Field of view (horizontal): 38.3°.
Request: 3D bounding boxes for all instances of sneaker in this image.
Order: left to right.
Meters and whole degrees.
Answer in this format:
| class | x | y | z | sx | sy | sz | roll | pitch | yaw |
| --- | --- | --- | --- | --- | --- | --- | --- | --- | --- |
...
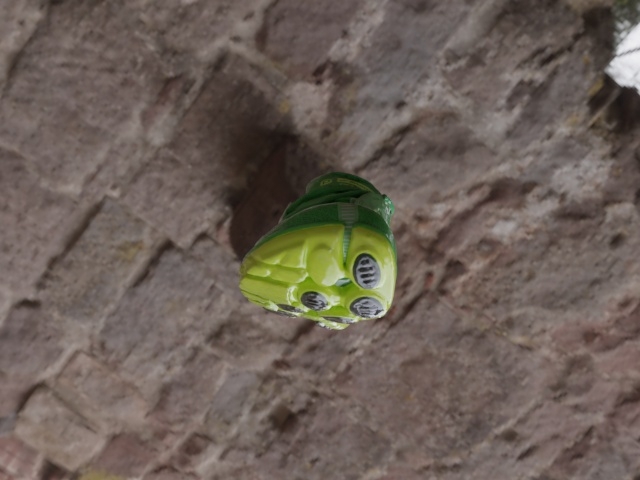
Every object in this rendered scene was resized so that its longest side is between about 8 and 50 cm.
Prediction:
| class | x | y | z | sx | sy | sz | roll | pitch | yaw |
| --- | --- | --- | --- | --- | --- | --- | --- | --- | --- |
| sneaker | 0.000 | 0.000 | 0.712 | 0.295 | 0.109 | 0.123 | 128 | -25 | -81 |
